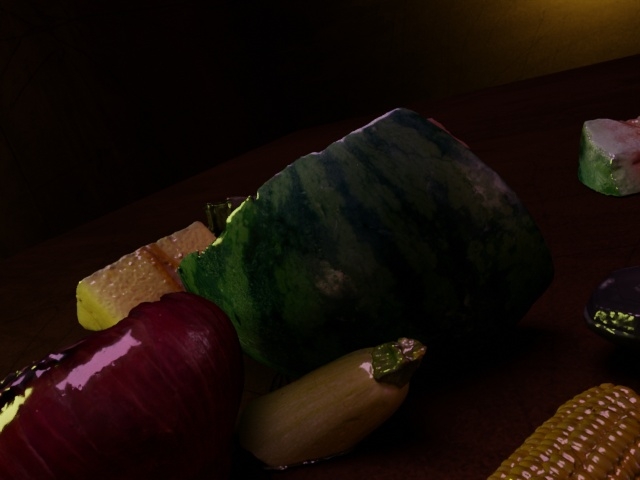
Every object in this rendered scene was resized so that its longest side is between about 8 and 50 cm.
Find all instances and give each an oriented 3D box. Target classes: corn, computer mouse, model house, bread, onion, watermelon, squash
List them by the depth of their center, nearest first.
[{"bbox_3d":[0.123,0.160,0.310,0.238,0.080,0.080,-24,18,-28],"label":"corn"},{"bbox_3d":[-0.161,0.152,0.449,0.161,0.248,0.248,36,48,27],"label":"onion"},{"bbox_3d":[0.315,0.057,0.461,0.192,0.062,0.106,-12,16,-1],"label":"computer mouse"},{"bbox_3d":[0.023,0.141,0.485,0.200,0.075,0.090,-34,-12,31],"label":"squash"},{"bbox_3d":[0.004,-0.002,0.537,0.292,0.222,0.319,-40,55,-8],"label":"watermelon"},{"bbox_3d":[0.531,-0.141,0.845,0.241,0.094,0.154,-13,25,10],"label":"watermelon"},{"bbox_3d":[-0.283,0.070,0.980,0.178,0.141,0.266,14,35,34],"label":"bread"},{"bbox_3d":[-0.170,-0.029,1.118,0.152,0.165,0.106,-6,37,39],"label":"model house"}]
